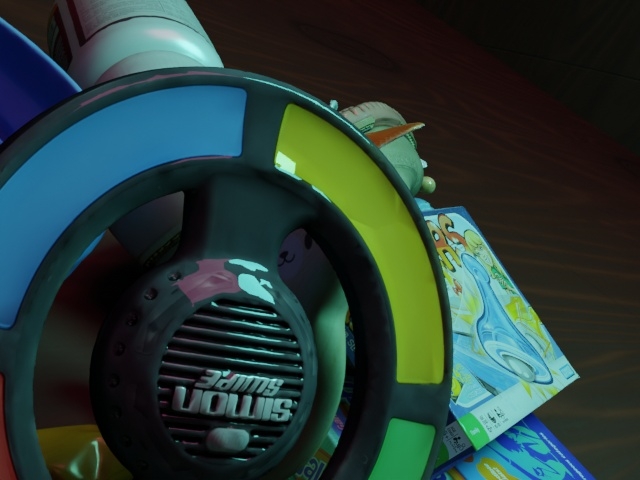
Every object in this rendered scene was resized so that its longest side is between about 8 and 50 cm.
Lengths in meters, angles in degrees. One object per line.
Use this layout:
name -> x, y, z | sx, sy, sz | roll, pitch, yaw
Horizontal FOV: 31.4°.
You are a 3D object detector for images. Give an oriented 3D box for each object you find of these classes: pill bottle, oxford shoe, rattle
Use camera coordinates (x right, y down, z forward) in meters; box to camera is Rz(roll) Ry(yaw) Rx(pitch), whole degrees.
pill bottle -> -0.136, -0.121, 0.852 | 0.121, 0.121, 0.221 | 21, 21, -28
oxford shoe -> 0.000, 0.000, 0.790 | 0.146, 0.140, 0.397 | 55, 25, 5
rattle -> -0.053, 0.016, 0.496 | 0.143, 0.199, 0.130 | 19, 21, -31

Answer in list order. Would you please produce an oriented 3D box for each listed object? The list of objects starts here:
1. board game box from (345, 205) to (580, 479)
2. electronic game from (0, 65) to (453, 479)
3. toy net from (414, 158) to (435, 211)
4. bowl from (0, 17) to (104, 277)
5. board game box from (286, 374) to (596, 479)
board game box -> 0.072, 0.048, 0.653 | 0.136, 0.035, 0.201 | 57, 24, 11
electronic game -> -0.041, 0.050, 0.424 | 0.229, 0.229, 0.048 | 18, -9, -34
toy net -> 0.049, -0.040, 1.069 | 0.122, 0.045, 0.232 | 0, 19, -1
bowl -> -0.277, -0.076, 0.485 | 0.391, 0.077, 0.391 | 27, 18, -10
board game box -> 0.080, 0.143, 0.619 | 0.210, 0.047, 0.160 | 12, 26, -43
